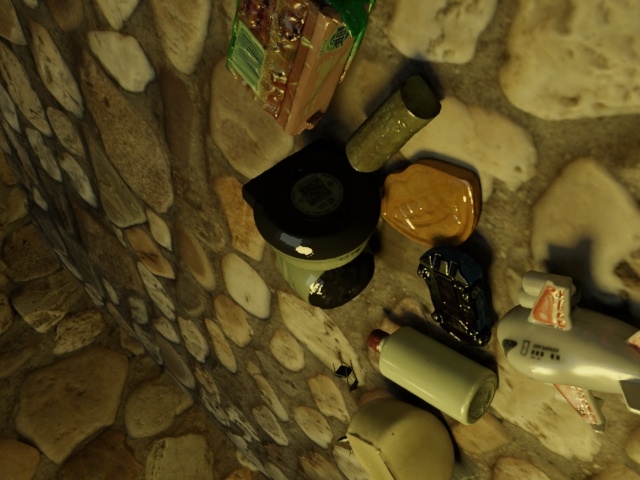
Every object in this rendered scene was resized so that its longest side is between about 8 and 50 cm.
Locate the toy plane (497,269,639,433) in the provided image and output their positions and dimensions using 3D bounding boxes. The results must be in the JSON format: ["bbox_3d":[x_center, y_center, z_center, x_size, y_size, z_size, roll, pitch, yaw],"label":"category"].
[{"bbox_3d":[0.337,0.147,0.914,0.252,0.118,0.252,39,151,27],"label":"toy plane"}]

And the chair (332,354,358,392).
[{"bbox_3d":[0.057,0.308,1.620,0.042,0.037,0.086,9,129,36],"label":"chair"}]

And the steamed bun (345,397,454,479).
[{"bbox_3d":[0.177,0.436,1.462,0.146,0.164,0.241,7,132,55],"label":"steamed bun"}]

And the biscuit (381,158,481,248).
[{"bbox_3d":[0.159,-0.049,1.027,0.142,0.029,0.221,55,152,-11],"label":"biscuit"}]

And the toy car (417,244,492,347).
[{"bbox_3d":[0.215,0.088,1.078,0.103,0.063,0.216,27,156,38],"label":"toy car"}]

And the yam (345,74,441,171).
[{"bbox_3d":[0.096,-0.156,0.951,0.068,0.068,0.169,50,149,0],"label":"yam"}]

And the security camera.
[{"bbox_3d":[0.000,0.000,1.166,0.191,0.197,0.277,47,161,26],"label":"security camera"}]

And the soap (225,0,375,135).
[{"bbox_3d":[-0.044,-0.283,0.964,0.218,0.098,0.273,45,152,9],"label":"soap"}]

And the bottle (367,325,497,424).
[{"bbox_3d":[0.185,0.225,1.249,0.245,0.104,0.104,26,144,38],"label":"bottle"}]

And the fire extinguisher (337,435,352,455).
[{"bbox_3d":[0.179,0.577,1.700,0.311,0.114,0.095,50,-162,3],"label":"fire extinguisher"}]
